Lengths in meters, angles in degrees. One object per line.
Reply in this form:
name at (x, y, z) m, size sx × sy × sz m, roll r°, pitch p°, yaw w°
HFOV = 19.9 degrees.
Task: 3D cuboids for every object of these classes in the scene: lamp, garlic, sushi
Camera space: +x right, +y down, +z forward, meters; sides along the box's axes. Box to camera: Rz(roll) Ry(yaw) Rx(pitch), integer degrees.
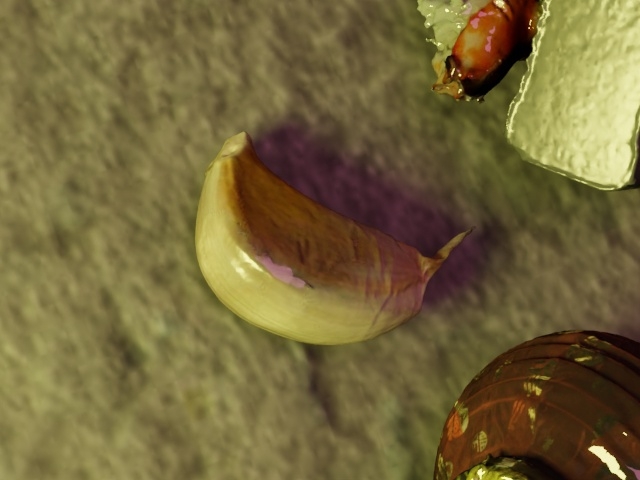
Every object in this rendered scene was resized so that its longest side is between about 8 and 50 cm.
lamp at (0.179, 0.179, 1.213) m, size 0.247 × 0.247 × 0.247 m, roll 2°, pitch 81°, yaw -14°
garlic at (0.006, 0.011, 1.270) m, size 0.198 × 0.090 × 0.128 m, roll 18°, pitch 65°, yaw -7°
sushi at (0.137, -0.184, 1.328) m, size 0.226 × 0.097 × 0.103 m, roll -42°, pitch 99°, yaw -31°

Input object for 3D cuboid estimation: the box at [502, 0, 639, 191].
box at (0.237, -0.165, 1.249) m, size 0.138 × 0.178 × 0.274 m, roll 22°, pitch 110°, yaw 29°
